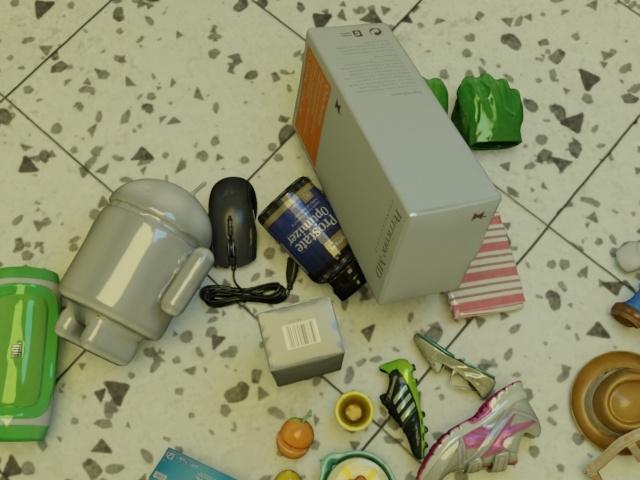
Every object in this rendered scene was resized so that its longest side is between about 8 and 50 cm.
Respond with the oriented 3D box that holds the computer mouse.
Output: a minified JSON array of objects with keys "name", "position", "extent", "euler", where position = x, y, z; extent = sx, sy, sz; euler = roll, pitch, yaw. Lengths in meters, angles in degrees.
[{"name":"computer mouse","position":[-0.131,-0.003,1.419],"extent":[0.184,0.060,0.261],"euler":[2,74,2]}]

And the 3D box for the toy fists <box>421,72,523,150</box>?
[{"name":"toy fists","position":[0.257,-0.247,1.470],"extent":[0.279,0.096,0.142],"euler":[-3,83,-1]}]

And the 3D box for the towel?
[{"name":"towel","position":[0.290,0.044,1.405],"extent":[0.144,0.029,0.196],"euler":[-7,71,-12]}]

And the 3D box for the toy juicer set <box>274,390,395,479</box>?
[{"name":"toy juicer set","position":[0.027,0.435,1.271],"extent":[0.209,0.089,0.328],"euler":[-16,74,-4]}]

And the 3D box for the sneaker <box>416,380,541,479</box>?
[{"name":"sneaker","position":[0.277,0.352,1.285],"extent":[0.252,0.103,0.111],"euler":[-36,75,-8]}]

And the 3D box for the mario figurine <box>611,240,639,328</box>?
[{"name":"mario figurine","position":[0.678,0.048,1.382],"extent":[0.198,0.170,0.320],"euler":[39,88,-25]}]

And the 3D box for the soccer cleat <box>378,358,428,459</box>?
[{"name":"soccer cleat","position":[0.146,0.299,1.331],"extent":[0.072,0.060,0.178],"euler":[-12,67,7]}]

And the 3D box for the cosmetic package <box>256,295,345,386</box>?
[{"name":"cosmetic package","position":[-0.031,0.176,1.274],"extent":[0.127,0.238,0.107],"euler":[-14,76,-6]}]

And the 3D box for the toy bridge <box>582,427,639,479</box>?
[{"name":"toy bridge","position":[0.528,0.350,1.273],"extent":[0.188,0.063,0.026],"euler":[-32,36,12]}]

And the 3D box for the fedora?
[{"name":"fedora","position":[0.539,0.279,1.314],"extent":[0.195,0.079,0.194],"euler":[0,74,0]}]

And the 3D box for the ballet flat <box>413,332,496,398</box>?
[{"name":"ballet flat","position":[0.232,0.227,1.349],"extent":[0.168,0.057,0.052],"euler":[30,86,9]}]

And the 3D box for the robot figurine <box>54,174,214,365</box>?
[{"name":"robot figurine","position":[-0.323,0.038,1.337],"extent":[0.300,0.200,0.353],"euler":[18,74,31]}]

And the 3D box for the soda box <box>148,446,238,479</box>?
[{"name":"soda box","position":[-0.183,0.435,1.273],"extent":[0.210,0.071,0.067],"euler":[24,43,8]}]

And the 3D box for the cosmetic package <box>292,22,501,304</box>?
[{"name":"cosmetic package","position":[0.105,-0.144,1.287],"extent":[0.162,0.230,0.453],"euler":[-10,52,-19]}]

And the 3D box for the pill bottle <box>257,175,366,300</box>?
[{"name":"pill bottle","position":[0.000,0.000,1.373],"extent":[0.123,0.123,0.219],"euler":[-43,91,-11]}]

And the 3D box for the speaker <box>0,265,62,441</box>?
[{"name":"speaker","position":[-0.531,0.201,1.331],"extent":[0.131,0.131,0.296],"euler":[-1,73,1]}]
